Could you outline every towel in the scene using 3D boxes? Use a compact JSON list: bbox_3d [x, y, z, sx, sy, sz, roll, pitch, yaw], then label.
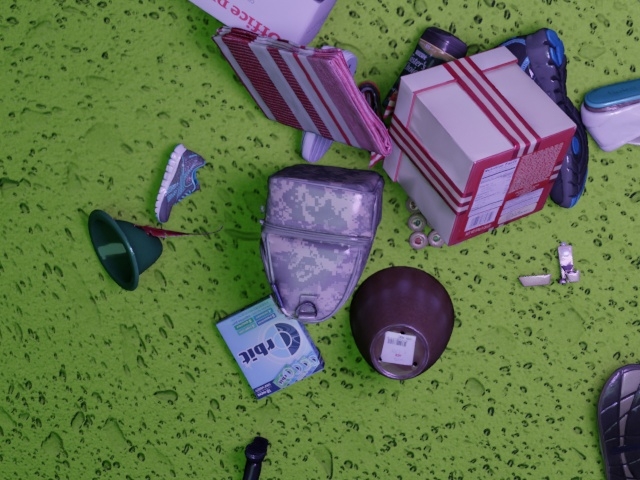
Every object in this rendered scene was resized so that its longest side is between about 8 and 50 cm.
[{"bbox_3d":[-0.034,-0.269,1.654,0.037,0.329,0.237,-51,135,-17],"label":"towel"}]

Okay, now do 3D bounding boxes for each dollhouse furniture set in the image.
[{"bbox_3d":[0.442,0.046,1.821,0.114,0.091,0.081,-6,85,10],"label":"dollhouse furniture set"}]

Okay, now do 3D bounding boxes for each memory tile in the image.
[{"bbox_3d":[0.226,-0.058,1.850,0.113,0.012,0.148,-6,100,7],"label":"memory tile"}]

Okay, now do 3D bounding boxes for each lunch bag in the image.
[{"bbox_3d":[0.000,0.000,1.736,0.212,0.305,0.256,6,101,5],"label":"lunch bag"}]

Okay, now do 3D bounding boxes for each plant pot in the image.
[{"bbox_3d":[0.154,0.178,1.794,0.215,0.230,0.215,1,101,6],"label":"plant pot"}]

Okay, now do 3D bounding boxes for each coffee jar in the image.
[{"bbox_3d":[0.198,-0.309,1.757,0.079,0.096,0.184,23,104,-31],"label":"coffee jar"}]

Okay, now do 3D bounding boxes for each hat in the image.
[{"bbox_3d":[-0.344,-0.005,1.909,0.208,0.183,0.173,46,144,24],"label":"hat"}]

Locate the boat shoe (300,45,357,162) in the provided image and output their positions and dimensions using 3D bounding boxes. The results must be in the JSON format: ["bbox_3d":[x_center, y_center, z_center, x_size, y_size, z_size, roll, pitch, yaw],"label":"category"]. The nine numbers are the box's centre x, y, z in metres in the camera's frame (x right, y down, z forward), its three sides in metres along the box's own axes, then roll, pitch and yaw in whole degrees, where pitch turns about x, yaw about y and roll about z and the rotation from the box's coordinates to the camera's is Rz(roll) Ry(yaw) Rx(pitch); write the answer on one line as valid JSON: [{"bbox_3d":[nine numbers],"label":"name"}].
[{"bbox_3d":[0.002,-0.267,1.808,0.076,0.083,0.226,31,106,29],"label":"boat shoe"}]

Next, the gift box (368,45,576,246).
[{"bbox_3d":[0.252,-0.163,1.657,0.255,0.258,0.276,-17,146,-26],"label":"gift box"}]

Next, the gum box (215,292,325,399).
[{"bbox_3d":[-0.103,0.214,1.924,0.157,0.041,0.184,-27,98,10],"label":"gum box"}]

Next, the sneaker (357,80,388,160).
[{"bbox_3d":[0.098,-0.228,1.801,0.061,0.065,0.158,-15,99,9],"label":"sneaker"}]

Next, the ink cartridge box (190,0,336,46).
[{"bbox_3d":[-0.067,-0.555,1.625,0.285,0.166,0.395,34,129,0],"label":"ink cartridge box"}]

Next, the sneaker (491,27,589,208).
[{"bbox_3d":[0.414,-0.223,1.762,0.139,0.125,0.341,-8,103,33],"label":"sneaker"}]

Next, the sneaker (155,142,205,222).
[{"bbox_3d":[-0.281,-0.107,1.869,0.076,0.065,0.166,20,105,-4],"label":"sneaker"}]

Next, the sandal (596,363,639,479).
[{"bbox_3d":[0.605,0.376,1.868,0.120,0.086,0.303,-5,116,1],"label":"sandal"}]

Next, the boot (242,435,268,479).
[{"bbox_3d":[-0.142,0.471,1.943,0.045,0.121,0.099,17,96,5],"label":"boot"}]

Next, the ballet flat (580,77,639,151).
[{"bbox_3d":[0.686,-0.259,1.716,0.400,0.139,0.139,-15,99,13],"label":"ballet flat"}]
